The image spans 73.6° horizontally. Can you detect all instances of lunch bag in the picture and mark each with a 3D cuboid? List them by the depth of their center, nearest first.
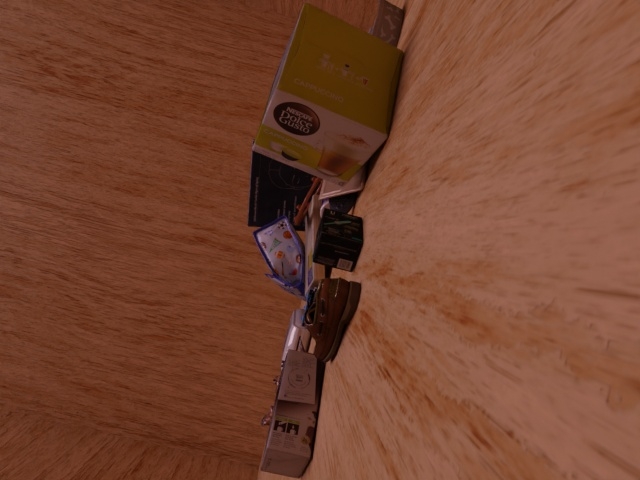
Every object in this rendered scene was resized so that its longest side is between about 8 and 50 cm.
[{"bbox_3d":[-0.164,0.125,2.236,0.385,0.239,0.328,60,180,25],"label":"lunch bag"}]

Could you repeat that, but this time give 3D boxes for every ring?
[{"bbox_3d":[-0.041,-0.220,1.985,0.336,0.032,0.336,-61,-2,-4],"label":"ring"}]

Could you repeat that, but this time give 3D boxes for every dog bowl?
[{"bbox_3d":[0.229,-0.756,1.689,0.349,0.102,0.348,-165,90,-87],"label":"dog bowl"}]

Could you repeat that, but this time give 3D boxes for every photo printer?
[{"bbox_3d":[-0.116,0.492,2.075,0.307,0.107,0.255,-106,30,-83],"label":"photo printer"}]

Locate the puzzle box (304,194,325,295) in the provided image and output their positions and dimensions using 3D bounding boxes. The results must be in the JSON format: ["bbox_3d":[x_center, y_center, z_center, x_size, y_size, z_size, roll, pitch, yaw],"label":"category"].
[{"bbox_3d":[-0.030,0.031,1.975,0.272,0.052,0.408,117,155,-67],"label":"puzzle box"}]

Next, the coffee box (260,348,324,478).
[{"bbox_3d":[-0.076,0.489,1.228,0.297,0.119,0.168,-79,3,-47],"label":"coffee box"}]

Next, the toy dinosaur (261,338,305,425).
[{"bbox_3d":[-0.088,0.504,1.485,0.295,0.127,0.200,-64,9,-9],"label":"toy dinosaur"}]

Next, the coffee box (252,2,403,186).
[{"bbox_3d":[0.017,-0.435,1.341,0.334,0.338,0.337,138,149,-63],"label":"coffee box"}]

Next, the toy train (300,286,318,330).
[{"bbox_3d":[-0.032,0.291,1.831,0.105,0.080,0.184,53,-132,-83],"label":"toy train"}]

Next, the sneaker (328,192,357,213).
[{"bbox_3d":[0.106,-0.217,1.668,0.131,0.112,0.318,62,-145,-59],"label":"sneaker"}]

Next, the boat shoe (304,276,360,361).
[{"bbox_3d":[0.012,0.201,1.108,0.110,0.105,0.307,-79,5,-51],"label":"boat shoe"}]

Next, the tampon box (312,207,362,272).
[{"bbox_3d":[0.050,-0.005,1.230,0.161,0.121,0.101,-80,6,-61],"label":"tampon box"}]

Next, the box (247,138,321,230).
[{"bbox_3d":[-0.150,-0.310,2.438,0.297,0.473,0.479,-92,8,-78],"label":"box"}]

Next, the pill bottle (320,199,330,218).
[{"bbox_3d":[0.059,-0.153,1.857,0.186,0.112,0.111,-83,7,-62],"label":"pill bottle"}]

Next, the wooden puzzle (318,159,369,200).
[{"bbox_3d":[0.097,-0.257,1.553,0.239,0.044,0.220,-12,58,48],"label":"wooden puzzle"}]
